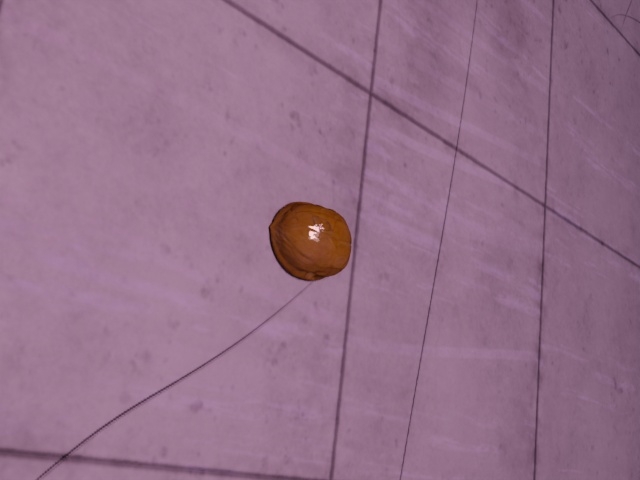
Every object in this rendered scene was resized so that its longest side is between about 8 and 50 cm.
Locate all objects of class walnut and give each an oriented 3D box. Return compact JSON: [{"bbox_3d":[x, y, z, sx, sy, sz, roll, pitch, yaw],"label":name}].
[{"bbox_3d":[0.000,0.000,0.942,0.121,0.052,0.091,15,77,-44],"label":"walnut"}]
